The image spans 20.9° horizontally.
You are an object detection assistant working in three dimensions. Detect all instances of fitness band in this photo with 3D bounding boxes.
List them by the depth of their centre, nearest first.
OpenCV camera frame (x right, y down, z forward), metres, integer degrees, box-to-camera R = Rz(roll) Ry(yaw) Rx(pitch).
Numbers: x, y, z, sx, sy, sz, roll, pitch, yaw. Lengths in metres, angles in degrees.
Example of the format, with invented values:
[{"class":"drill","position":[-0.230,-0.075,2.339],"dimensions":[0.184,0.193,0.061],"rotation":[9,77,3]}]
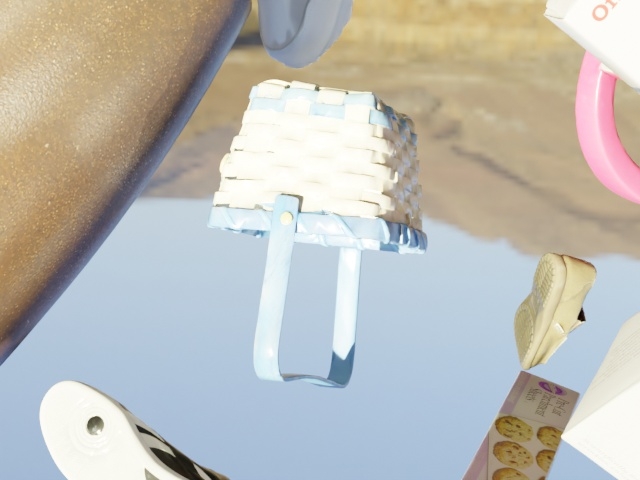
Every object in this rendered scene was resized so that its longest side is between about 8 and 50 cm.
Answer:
[{"class":"fitness band","position":[0.328,-0.166,1.496],"dimensions":[0.209,0.291,0.054],"rotation":[34,175,-40]}]

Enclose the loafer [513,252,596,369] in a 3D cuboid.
[{"class":"loafer","position":[0.206,0.066,1.531],"dimensions":[0.050,0.056,0.148],"rotation":[0,145,-10]}]

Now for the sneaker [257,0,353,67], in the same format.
[{"class":"sneaker","position":[-0.038,-0.227,1.117],"dimensions":[0.115,0.232,0.090],"rotation":[-3,-179,-40]}]

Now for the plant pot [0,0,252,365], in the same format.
[{"class":"plant pot","position":[-0.155,-0.087,0.910],"dimensions":[0.230,0.215,0.215],"rotation":[-41,-167,-7]}]

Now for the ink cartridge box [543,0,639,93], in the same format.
[{"class":"ink cartridge box","position":[0.285,-0.161,1.288],"dimensions":[0.191,0.139,0.082],"rotation":[37,-172,-11]}]

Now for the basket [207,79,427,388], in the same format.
[{"class":"basket","position":[0.000,0.000,1.715],"dimensions":[0.201,0.289,0.255],"rotation":[1,173,15]}]

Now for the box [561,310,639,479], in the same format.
[{"class":"box","position":[0.297,0.119,1.203],"dimensions":[0.181,0.119,0.182],"rotation":[37,148,-2]}]

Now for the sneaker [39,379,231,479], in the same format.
[{"class":"sneaker","position":[-0.154,0.212,1.577],"dimensions":[0.217,0.079,0.121],"rotation":[39,-176,20]}]

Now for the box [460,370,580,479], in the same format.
[{"class":"box","position":[0.167,0.193,1.501],"dimensions":[0.067,0.063,0.324],"rotation":[23,-163,10]}]
